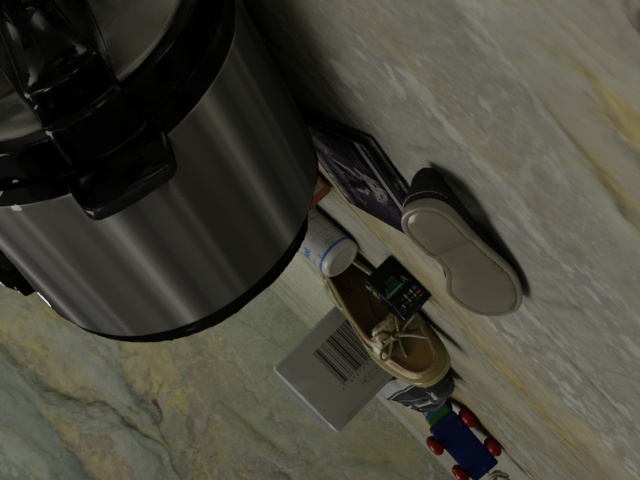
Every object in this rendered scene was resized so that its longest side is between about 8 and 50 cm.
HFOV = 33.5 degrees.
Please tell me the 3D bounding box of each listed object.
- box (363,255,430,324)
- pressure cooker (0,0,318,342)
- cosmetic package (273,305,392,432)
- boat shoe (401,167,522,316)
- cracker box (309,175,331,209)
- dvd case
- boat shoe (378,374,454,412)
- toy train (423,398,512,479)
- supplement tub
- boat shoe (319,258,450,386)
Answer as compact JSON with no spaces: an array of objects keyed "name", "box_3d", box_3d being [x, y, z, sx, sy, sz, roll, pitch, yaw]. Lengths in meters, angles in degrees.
[{"name":"box","box_3d":[0.110,0.072,1.528,0.083,0.052,0.062,45,173,7]},{"name":"pressure cooker","box_3d":[-0.227,-0.142,1.097,0.370,0.375,0.420,7,149,26]},{"name":"cosmetic package","box_3d":[0.045,0.229,2.009,0.161,0.230,0.453,45,173,5]},{"name":"boat shoe","box_3d":[0.146,0.004,1.059,0.206,0.075,0.065,46,-143,-41]},{"name":"cracker box","box_3d":[-0.077,-0.105,1.564,0.156,0.067,0.232,49,171,-7]},{"name":"dvd case","box_3d":[0.046,-0.078,1.240,0.164,0.018,0.221,52,171,-29]},{"name":"boat shoe","box_3d":[0.187,0.274,1.982,0.102,0.108,0.301,47,165,5]},{"name":"toy train","box_3d":[0.302,0.424,2.150,0.248,0.105,0.143,49,-178,-19]},{"name":"supplement tub","box_3d":[0.000,0.000,1.676,0.107,0.071,0.071,41,171,28]},{"name":"boat shoe","box_3d":[0.089,0.119,1.684,0.285,0.104,0.089,42,174,29]}]
